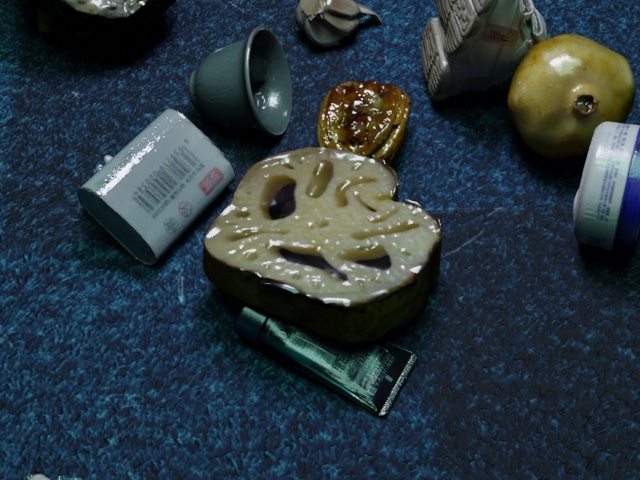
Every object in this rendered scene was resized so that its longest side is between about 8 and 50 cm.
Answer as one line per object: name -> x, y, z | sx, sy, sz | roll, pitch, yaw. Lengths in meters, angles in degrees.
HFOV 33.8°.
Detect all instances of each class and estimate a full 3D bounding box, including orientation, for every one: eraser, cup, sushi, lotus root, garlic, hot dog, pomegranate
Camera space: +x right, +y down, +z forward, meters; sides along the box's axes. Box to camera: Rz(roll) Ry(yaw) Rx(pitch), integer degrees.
eraser -> -0.270, -0.094, 1.761 | 0.174, 0.081, 0.227 | 44, 57, -6
cup -> -0.156, -0.278, 1.912 | 0.150, 0.199, 0.199 | -5, 46, 21
sushi -> -0.454, -0.538, 2.081 | 0.329, 0.285, 0.328 | 45, 62, -12
lotus root -> 0.000, 0.000, 1.655 | 0.374, 0.111, 0.390 | -7, 43, -18
garlic -> 0.034, -0.457, 2.102 | 0.194, 0.127, 0.131 | -7, 63, -40
hot dog -> 0.079, -0.211, 1.886 | 0.160, 0.099, 0.227 | 6, 46, 5
pomegranate -> 0.432, -0.246, 1.832 | 0.233, 0.233, 0.233 | 0, 49, 0

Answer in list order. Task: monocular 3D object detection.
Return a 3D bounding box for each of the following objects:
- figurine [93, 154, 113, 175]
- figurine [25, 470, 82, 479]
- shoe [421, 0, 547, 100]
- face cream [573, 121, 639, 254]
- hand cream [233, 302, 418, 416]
figurine -> -0.368, -0.096, 1.803 | 0.094, 0.082, 0.086 | -11, 71, 46
figurine -> -0.301, 0.379, 1.371 | 0.245, 0.110, 0.138 | 24, 35, 28
shoe -> 0.306, -0.391, 1.881 | 0.198, 0.351, 0.172 | -4, 68, -12
face cream -> 0.477, -0.087, 1.697 | 0.111, 0.206, 0.206 | 15, 51, 17
hand cream -> 0.004, 0.160, 1.591 | 0.270, 0.061, 0.120 | 24, 55, 14
